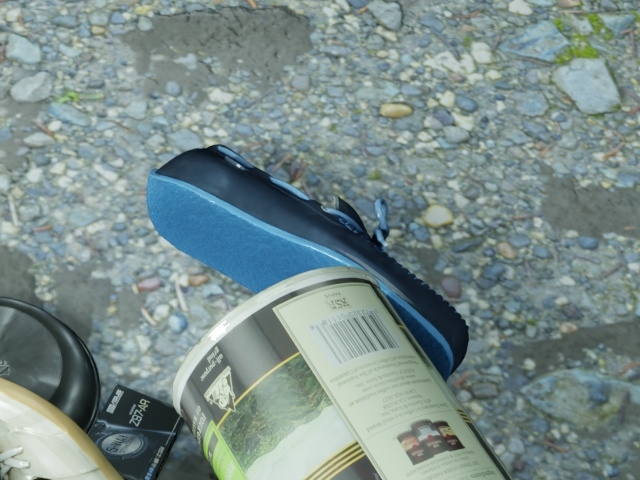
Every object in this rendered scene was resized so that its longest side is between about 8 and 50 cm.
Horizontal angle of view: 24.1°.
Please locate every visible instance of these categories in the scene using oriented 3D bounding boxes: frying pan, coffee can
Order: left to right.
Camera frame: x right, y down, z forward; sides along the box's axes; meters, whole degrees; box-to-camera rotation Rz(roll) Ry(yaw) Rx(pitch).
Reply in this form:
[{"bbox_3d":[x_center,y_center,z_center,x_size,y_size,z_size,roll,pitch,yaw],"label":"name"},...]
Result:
[{"bbox_3d":[-0.305,0.163,1.231,0.197,0.053,0.326,21,47,5],"label":"frying pan"},{"bbox_3d":[0.033,0.187,1.185,0.201,0.201,0.275,-19,57,-26],"label":"coffee can"}]

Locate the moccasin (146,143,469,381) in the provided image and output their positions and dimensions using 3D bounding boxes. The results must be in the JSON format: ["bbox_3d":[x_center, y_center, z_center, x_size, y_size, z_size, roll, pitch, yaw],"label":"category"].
[{"bbox_3d":[0.000,0.000,1.374,0.342,0.138,0.117,35,48,14],"label":"moccasin"}]

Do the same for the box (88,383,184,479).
[{"bbox_3d":[-0.160,0.169,1.273,0.067,0.018,0.083,22,50,5],"label":"box"}]

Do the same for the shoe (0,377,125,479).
[{"bbox_3d":[-0.202,0.191,1.176,0.219,0.076,0.058,43,52,-5],"label":"shoe"}]
